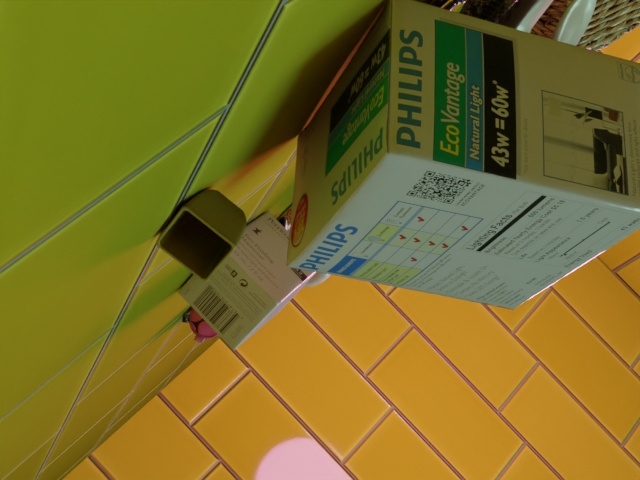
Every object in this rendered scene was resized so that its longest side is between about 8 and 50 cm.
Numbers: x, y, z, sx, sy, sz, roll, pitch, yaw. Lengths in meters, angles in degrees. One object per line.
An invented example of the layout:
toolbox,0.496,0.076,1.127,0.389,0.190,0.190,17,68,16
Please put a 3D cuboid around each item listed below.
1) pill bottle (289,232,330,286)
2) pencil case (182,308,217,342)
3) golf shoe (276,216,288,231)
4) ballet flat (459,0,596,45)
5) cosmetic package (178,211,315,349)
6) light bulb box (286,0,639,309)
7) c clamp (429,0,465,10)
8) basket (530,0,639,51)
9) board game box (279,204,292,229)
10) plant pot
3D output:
pill bottle,0.000,0.000,2.347,0.162,0.162,0.278,-45,177,23
pencil case,-0.229,0.160,2.225,0.209,0.095,0.098,-32,137,-71
golf shoe,-0.126,0.010,1.971,0.176,0.069,0.086,-45,158,-45
ballet flat,0.250,-0.285,1.367,0.164,0.182,0.483,-25,161,-42
cosmetic package,-0.126,0.071,1.796,0.151,0.151,0.184,-47,177,33
light bulb box,0.183,-0.092,1.295,0.358,0.361,0.225,131,-34,-59
c clamp,0.169,-0.335,1.449,0.161,0.022,0.137,-43,171,-3
basket,0.430,-0.459,1.556,0.299,0.213,0.223,-31,146,-16
board game box,-0.074,-0.037,2.116,0.259,0.039,0.124,-47,177,9
plant pot,-0.139,-0.016,1.228,0.081,0.081,0.083,-47,-172,39
